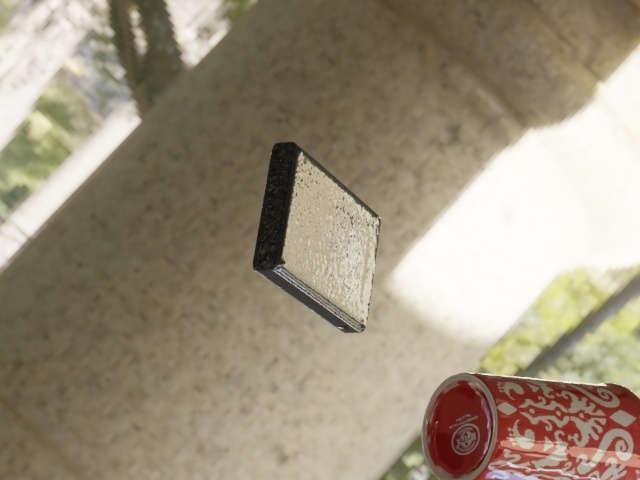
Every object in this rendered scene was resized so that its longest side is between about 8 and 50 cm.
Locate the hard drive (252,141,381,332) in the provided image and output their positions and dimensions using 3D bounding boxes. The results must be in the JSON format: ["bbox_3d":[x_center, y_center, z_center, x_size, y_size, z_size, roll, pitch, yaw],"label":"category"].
[{"bbox_3d":[0.000,0.000,1.130,0.022,0.094,0.135,-2,158,28],"label":"hard drive"}]

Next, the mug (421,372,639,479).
[{"bbox_3d":[0.167,0.178,1.311,0.169,0.150,0.113,13,-151,-36],"label":"mug"}]
